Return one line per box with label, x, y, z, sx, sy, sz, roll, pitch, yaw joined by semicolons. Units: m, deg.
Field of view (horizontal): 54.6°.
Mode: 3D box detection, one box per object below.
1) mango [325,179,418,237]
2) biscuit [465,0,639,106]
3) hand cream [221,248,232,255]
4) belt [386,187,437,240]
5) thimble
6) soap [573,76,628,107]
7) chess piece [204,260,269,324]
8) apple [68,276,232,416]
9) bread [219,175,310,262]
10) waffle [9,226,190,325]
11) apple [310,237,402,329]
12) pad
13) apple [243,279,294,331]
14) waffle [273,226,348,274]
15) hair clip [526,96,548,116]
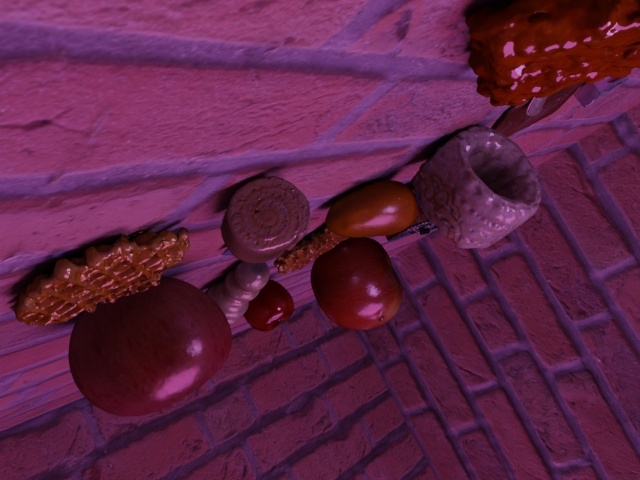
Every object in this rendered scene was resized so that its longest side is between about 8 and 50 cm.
mango;0.142;-0.078;1.591;0.255;0.139;0.175;-14;161;-35
biscuit;0.388;-0.308;0.945;0.318;0.110;0.312;-12;174;13
hand cream;-0.154;0.008;1.487;0.171;0.043;0.065;-17;169;-42
belt;0.287;-0.083;1.947;0.207;0.150;0.257;-23;173;27
thimble;0.395;-0.140;1.578;0.292;0.291;0.195;-20;163;-41
soap;0.789;-0.432;1.754;0.149;0.056;0.100;-28;169;-37
chess piece;-0.226;0.134;1.740;0.133;0.133;0.243;-19;163;-45
apple;-0.382;0.220;1.375;0.345;0.269;0.345;-27;-169;6
bread;-0.103;-0.035;1.134;0.148;0.133;0.141;-13;171;-16
waffle;-0.384;0.066;1.102;0.312;0.060;0.307;-17;167;-42
apple;0.127;0.151;2.195;0.277;0.348;0.348;-24;171;10
pad;0.598;-0.363;1.728;0.284;0.018;0.286;-27;171;-8
apple;-0.188;0.227;2.185;0.181;0.168;0.181;-27;166;-7
waffle;0.000;0.000;1.836;0.293;0.069;0.260;-33;172;13
hair clip;0.568;-0.368;1.562;0.054;0.022;0.137;-11;151;-29
